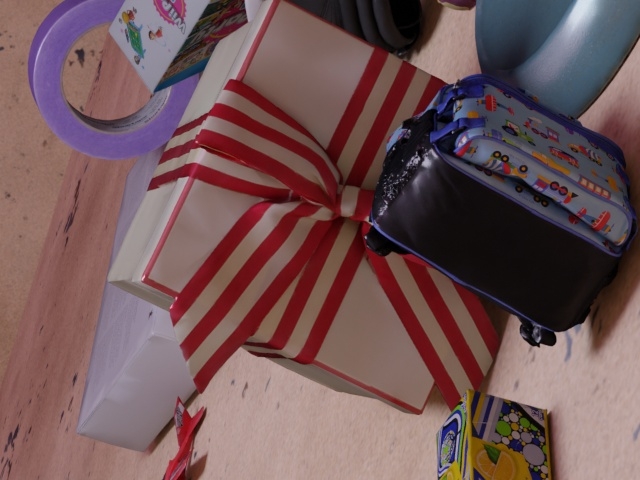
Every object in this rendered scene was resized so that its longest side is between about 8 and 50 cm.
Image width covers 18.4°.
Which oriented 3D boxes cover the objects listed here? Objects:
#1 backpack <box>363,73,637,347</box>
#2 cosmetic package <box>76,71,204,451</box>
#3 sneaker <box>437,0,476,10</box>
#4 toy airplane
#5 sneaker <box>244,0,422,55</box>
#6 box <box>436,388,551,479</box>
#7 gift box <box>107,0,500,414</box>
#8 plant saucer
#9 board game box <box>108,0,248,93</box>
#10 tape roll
[{"bbox_3d":[0.118,-0.038,1.267,0.117,0.158,0.173,-56,9,25],"label":"backpack"},{"bbox_3d":[-0.173,0.020,2.316,0.284,0.097,0.377,127,155,-54],"label":"cosmetic package"},{"bbox_3d":[0.130,-0.282,1.626,0.084,0.069,0.185,132,151,-68],"label":"sneaker"},{"bbox_3d":[-0.156,0.241,2.146,0.151,0.028,0.151,-162,90,-74],"label":"toy airplane"},{"bbox_3d":[0.029,-0.178,1.837,0.296,0.147,0.105,64,-155,-65],"label":"sneaker"},{"bbox_3d":[0.109,0.177,1.224,0.169,0.059,0.054,-88,19,-45],"label":"box"},{"bbox_3d":[0.000,0.000,1.453,0.258,0.255,0.276,169,122,-76],"label":"gift box"},{"bbox_3d":[0.184,-0.232,1.434,0.317,0.043,0.318,-164,90,-75],"label":"plant saucer"},{"bbox_3d":[-0.073,-0.305,2.094,0.224,0.097,0.303,-29,-11,-34],"label":"board game box"},{"bbox_3d":[-0.236,-0.191,2.251,0.080,0.189,0.189,-135,63,-71],"label":"tape roll"}]
